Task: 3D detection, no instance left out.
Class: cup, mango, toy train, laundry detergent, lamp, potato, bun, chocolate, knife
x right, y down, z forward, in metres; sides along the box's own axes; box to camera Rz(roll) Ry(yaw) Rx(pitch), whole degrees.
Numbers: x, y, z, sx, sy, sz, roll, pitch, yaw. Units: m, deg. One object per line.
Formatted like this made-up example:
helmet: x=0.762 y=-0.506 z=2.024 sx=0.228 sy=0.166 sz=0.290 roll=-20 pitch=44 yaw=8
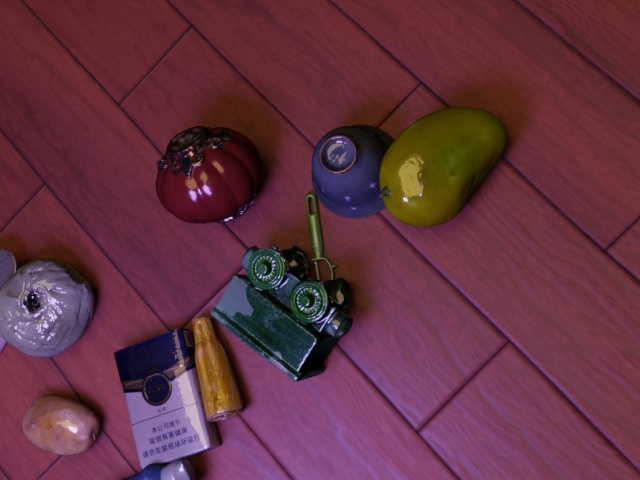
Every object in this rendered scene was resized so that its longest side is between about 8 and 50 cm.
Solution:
cup: x=0.056 y=-0.155 z=1.754 sx=0.199 sy=0.150 sz=0.199 roll=-3 pitch=80 yaw=16
mango: x=0.226 y=-0.151 z=1.697 sx=0.185 sy=0.149 sz=0.273 roll=36 pitch=85 yaw=1
toy train: x=-0.065 y=0.130 z=1.738 sx=0.266 sy=0.145 sz=0.202 roll=35 pitch=102 yaw=20
laundry detergent: x=-0.364 y=0.537 z=1.769 sx=0.290 sy=0.094 sz=0.143 roll=-35 pitch=90 yaw=19
lamp: x=-0.228 y=-0.129 z=1.815 sx=0.227 sy=0.227 sz=0.227 roll=-3 pitch=80 yaw=17
potato: x=-0.557 y=0.394 z=1.873 sx=0.178 sy=0.109 sz=0.118 roll=9 pitch=105 yaw=24
bun: x=-0.601 y=0.152 z=1.897 sx=0.221 sy=0.108 sz=0.221 roll=-1 pitch=100 yaw=-6
chocolate: x=-0.221 y=0.259 z=1.807 sx=0.085 sy=0.085 sz=0.219 roll=-22 pitch=70 yaw=13
knife: x=0.000 y=0.000 z=1.816 sx=0.054 sy=0.015 sz=0.212 roll=-12 pitch=77 yaw=15

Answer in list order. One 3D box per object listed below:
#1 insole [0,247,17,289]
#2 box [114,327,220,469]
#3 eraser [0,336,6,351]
insole: x=-0.805 y=0.150 z=1.956 sx=0.348 sy=0.009 sz=0.119 roll=-41 pitch=73 yaw=6
box: x=-0.321 y=0.328 z=1.830 sx=0.168 sy=0.071 sz=0.259 roll=-21 pitch=76 yaw=13
eraser: x=-0.864 y=0.274 z=2.003 sx=0.213 sy=0.082 sz=0.397 roll=29 pitch=90 yaw=20
